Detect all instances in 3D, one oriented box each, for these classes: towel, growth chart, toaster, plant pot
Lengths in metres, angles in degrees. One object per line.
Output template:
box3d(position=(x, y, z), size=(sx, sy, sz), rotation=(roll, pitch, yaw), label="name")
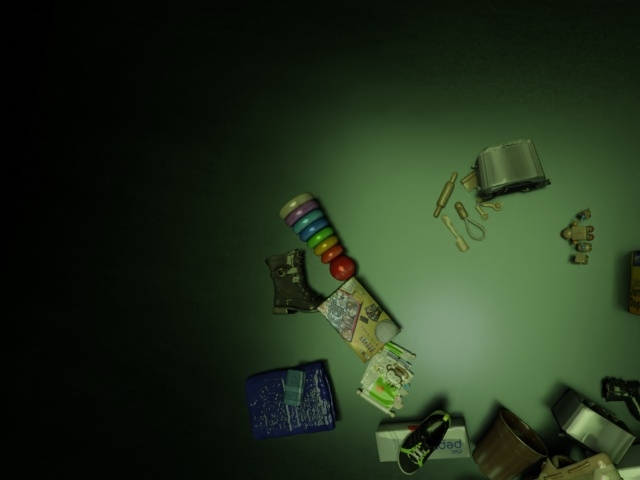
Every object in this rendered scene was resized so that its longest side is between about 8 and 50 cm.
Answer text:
box3d(position=(-0.088, 0.500, 1.565), size=(0.067, 0.029, 0.119), rotation=(4, 83, 18), label="towel")
box3d(position=(0.226, 0.460, 1.551), size=(0.172, 0.021, 0.237), rotation=(22, 93, 15), label="growth chart")
box3d(position=(-0.106, 0.566, 1.616), size=(0.308, 0.076, 0.227), rotation=(-15, 76, 15), label="towel")
box3d(position=(0.592, -0.223, 1.431), size=(0.227, 0.129, 0.146), rotation=(-12, 79, 8), label="toaster")
box3d(position=(0.772, 0.531, 1.311), size=(0.168, 0.186, 0.110), rotation=(31, 100, 16), label="toaster")
box3d(position=(0.560, 0.633, 1.384), size=(0.167, 0.167, 0.165), rotation=(38, 105, 14), label="plant pot")

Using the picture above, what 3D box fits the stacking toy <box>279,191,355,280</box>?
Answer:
box3d(position=(0.000, 0.000, 1.590), size=(0.141, 0.141, 0.330), rotation=(-36, 83, 11), label="stacking toy")

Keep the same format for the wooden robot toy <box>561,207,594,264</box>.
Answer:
box3d(position=(0.787, -0.013, 1.412), size=(0.079, 0.076, 0.173), rotation=(-1, 86, 51), label="wooden robot toy")

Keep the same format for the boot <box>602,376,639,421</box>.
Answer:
box3d(position=(0.893, 0.468, 1.352), size=(0.099, 0.045, 0.121), rotation=(0, 80, 13), label="boot")

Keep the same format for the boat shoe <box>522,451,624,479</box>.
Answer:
box3d(position=(0.691, 0.660, 1.292), size=(0.122, 0.341, 0.110), rotation=(-3, 63, -26), label="boat shoe")

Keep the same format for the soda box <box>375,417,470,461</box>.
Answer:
box3d(position=(0.327, 0.640, 1.475), size=(0.286, 0.091, 0.098), rotation=(-10, 84, 15), label="soda box")

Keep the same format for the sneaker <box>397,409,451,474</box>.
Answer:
box3d(position=(0.307, 0.607, 1.384), size=(0.084, 0.097, 0.234), rotation=(35, 93, 17), label="sneaker")

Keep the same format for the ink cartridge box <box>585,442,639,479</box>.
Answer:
box3d(position=(0.949, 0.779, 1.257), size=(0.279, 0.160, 0.384), rotation=(-16, 83, 14), label="ink cartridge box")

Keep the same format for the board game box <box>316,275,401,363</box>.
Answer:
box3d(position=(0.126, 0.261, 1.527), size=(0.165, 0.042, 0.243), rotation=(-40, 89, -4), label="board game box")

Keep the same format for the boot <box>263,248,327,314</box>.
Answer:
box3d(position=(-0.073, 0.142, 1.620), size=(0.263, 0.091, 0.229), rotation=(-6, 81, 12), label="boot")

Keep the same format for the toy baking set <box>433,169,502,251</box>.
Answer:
box3d(position=(0.477, -0.102, 1.508), size=(0.197, 0.030, 0.256), rotation=(30, 95, 15), label="toy baking set")

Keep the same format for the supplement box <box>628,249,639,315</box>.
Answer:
box3d(position=(1.076, 0.131, 1.243), size=(0.356, 0.194, 0.195), rotation=(4, 88, 16), label="supplement box")
